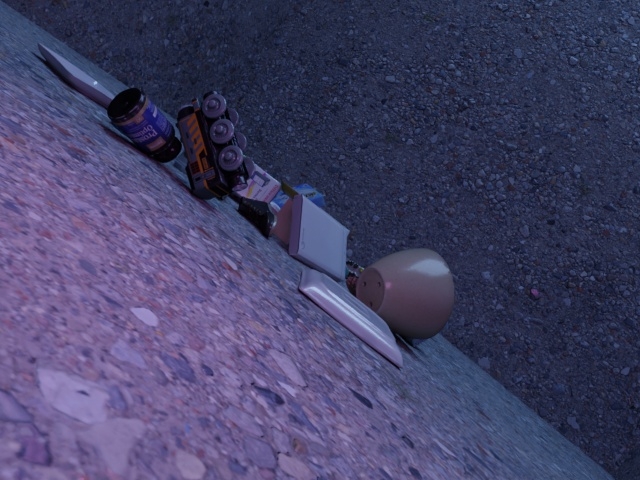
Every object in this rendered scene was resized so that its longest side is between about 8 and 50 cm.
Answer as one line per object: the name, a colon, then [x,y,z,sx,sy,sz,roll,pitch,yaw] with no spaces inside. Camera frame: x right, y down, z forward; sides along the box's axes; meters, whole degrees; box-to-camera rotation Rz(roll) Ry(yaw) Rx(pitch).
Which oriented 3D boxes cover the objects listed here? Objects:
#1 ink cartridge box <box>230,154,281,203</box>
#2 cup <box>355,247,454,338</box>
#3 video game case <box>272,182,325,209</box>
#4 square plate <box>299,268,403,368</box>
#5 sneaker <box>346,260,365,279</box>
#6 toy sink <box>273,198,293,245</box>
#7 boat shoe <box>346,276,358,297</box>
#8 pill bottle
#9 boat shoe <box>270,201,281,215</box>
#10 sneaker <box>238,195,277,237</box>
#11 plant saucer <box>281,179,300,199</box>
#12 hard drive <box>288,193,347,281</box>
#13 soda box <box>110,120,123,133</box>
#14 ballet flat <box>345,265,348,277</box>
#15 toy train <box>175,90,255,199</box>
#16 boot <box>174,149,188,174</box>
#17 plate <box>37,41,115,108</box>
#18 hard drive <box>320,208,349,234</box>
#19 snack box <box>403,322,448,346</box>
ink cartridge box: [-0.289,-0.226,2.127,0.212,0.154,0.093,39,-18,-8]
cup: [0.266,0.183,1.801,0.236,0.331,0.331,5,22,-31]
video game case: [-0.144,-0.192,2.537,0.244,0.269,0.061,-135,-151,-59]
square plate: [0.089,0.202,1.488,0.347,0.049,0.344,39,4,-3]
sneaker: [0.220,0.198,2.466,0.279,0.107,0.118,42,-4,22]
toy sink: [-0.097,-0.060,2.116,0.131,0.153,0.234,39,4,19]
boat shoe: [0.167,0.215,2.039,0.178,0.064,0.060,44,-2,-5]
pill bottle: [-0.509,-0.332,1.507,0.123,0.123,0.219,41,-8,37]
boat shoe: [-0.274,-0.151,2.208,0.226,0.083,0.076,27,16,-4]
sneaker: [-0.231,-0.084,1.833,0.118,0.083,0.222,16,20,-23]
plant saucer: [-0.073,-0.159,2.090,0.241,0.037,0.241,37,3,-2]
hard drive: [0.000,0.000,1.965,0.047,0.233,0.353,-9,-24,30]
soda box: [-0.590,-0.364,1.685,0.071,0.067,0.210,39,3,14]
ballet flat: [0.031,0.087,2.262,0.221,0.077,0.079,38,-16,-3]
toy train: [-0.323,-0.282,1.524,0.142,0.190,0.334,39,30,-73]
boot: [-0.416,-0.277,1.861,0.095,0.123,0.258,40,4,18]
plate: [-0.846,-0.564,1.825,0.277,0.045,0.278,39,4,28]
hard drive: [-0.009,-0.058,2.661,0.307,0.203,0.040,37,-26,-17]
snack box: [0.373,0.305,2.026,0.207,0.174,0.070,43,-29,51]
